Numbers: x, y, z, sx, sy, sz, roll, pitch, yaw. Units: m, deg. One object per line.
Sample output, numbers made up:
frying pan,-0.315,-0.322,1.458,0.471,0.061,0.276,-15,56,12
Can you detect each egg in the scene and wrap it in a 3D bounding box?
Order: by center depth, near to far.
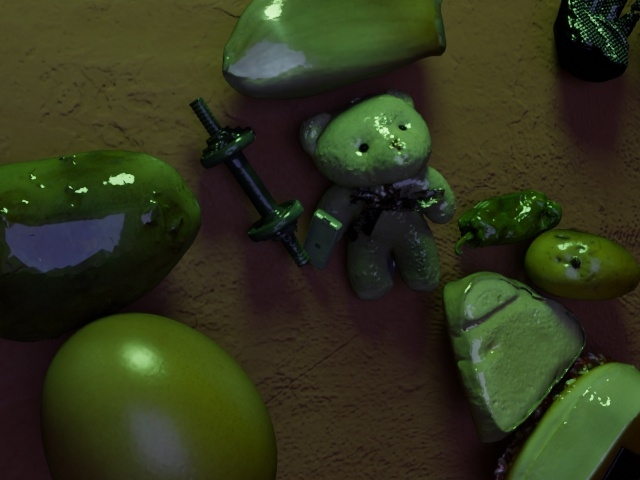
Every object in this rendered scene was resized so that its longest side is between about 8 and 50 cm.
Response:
egg,-0.188,0.229,0.964,0.250,0.250,0.322,-35,113,-12

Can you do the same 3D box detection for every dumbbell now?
dumbbell,-0.088,-0.071,1.058,0.082,0.081,0.254,-37,105,-11

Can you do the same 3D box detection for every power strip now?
power strip,0.000,0.000,1.096,0.040,0.090,0.016,33,43,14

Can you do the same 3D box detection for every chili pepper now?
chili pepper,0.247,-0.026,1.178,0.204,0.073,0.072,-13,82,-28

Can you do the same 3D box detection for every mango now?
mango,0.383,0.038,1.202,0.195,0.137,0.098,9,88,-41

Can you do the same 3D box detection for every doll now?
doll,0.086,-0.050,1.088,0.175,0.149,0.278,-21,109,-22

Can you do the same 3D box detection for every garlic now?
garlic,0.016,-0.262,1.054,0.318,0.112,0.143,-16,79,-14

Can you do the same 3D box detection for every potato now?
potato,-0.288,0.000,0.951,0.307,0.173,0.210,-19,99,-13

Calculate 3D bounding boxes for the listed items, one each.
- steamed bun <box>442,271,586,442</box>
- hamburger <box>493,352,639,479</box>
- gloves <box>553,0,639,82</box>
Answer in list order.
steamed bun,0.248,0.136,1.179,0.231,0.110,0.212,-37,100,-28
hamburger,0.385,0.311,1.218,0.295,0.151,0.227,-51,131,-11
gloves,0.390,-0.330,1.185,0.129,0.106,0.180,10,73,0
